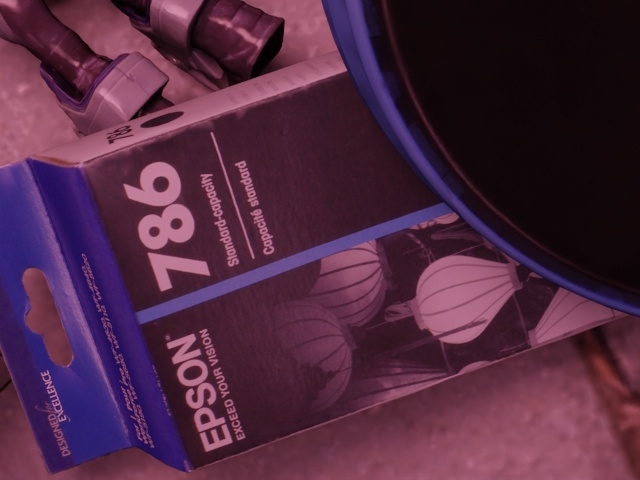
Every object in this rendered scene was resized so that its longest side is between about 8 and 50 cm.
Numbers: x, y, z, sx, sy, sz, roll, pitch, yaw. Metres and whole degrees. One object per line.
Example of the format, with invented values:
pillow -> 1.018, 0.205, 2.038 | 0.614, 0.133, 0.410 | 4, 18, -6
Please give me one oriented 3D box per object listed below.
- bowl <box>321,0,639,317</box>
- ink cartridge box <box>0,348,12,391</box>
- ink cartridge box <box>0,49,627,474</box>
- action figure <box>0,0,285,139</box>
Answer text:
bowl -> 0.191, -0.137, 0.636 | 0.391, 0.077, 0.391 | 0, 116, -1
ink cartridge box -> -0.258, 0.091, 0.731 | 0.189, 0.255, 0.097 | -45, 86, 3
ink cartridge box -> 0.000, 0.000, 0.758 | 0.332, 0.065, 0.165 | -20, 107, -4
action figure -> -0.163, -0.145, 0.791 | 0.285, 0.099, 0.185 | 39, 74, -5
